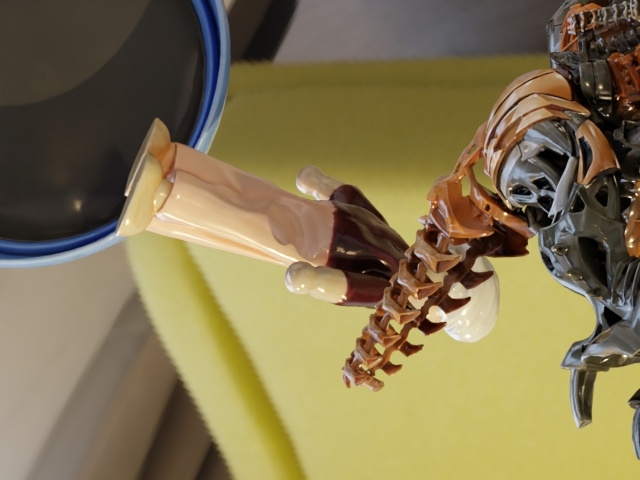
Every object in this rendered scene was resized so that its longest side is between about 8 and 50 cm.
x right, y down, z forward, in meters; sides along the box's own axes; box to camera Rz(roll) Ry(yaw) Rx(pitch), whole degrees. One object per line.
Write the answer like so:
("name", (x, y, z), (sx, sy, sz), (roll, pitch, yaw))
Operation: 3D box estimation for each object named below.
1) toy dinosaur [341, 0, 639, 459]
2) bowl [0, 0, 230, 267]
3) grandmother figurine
("toy dinosaur", (0.151, -0.023, 0.833), (0.164, 0.218, 0.322), (4, 138, -37))
("bowl", (-0.275, -0.163, 1.641), (0.391, 0.391, 0.077), (15, 172, 10))
("grandmother figurine", (0.000, 0.000, 1.487), (0.342, 0.207, 0.104), (22, 128, -11))
